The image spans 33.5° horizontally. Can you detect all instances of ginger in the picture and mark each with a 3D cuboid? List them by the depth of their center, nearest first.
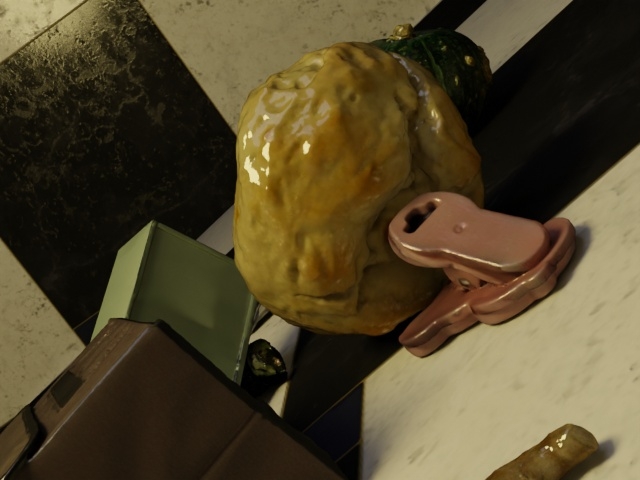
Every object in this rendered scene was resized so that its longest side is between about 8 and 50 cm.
[{"bbox_3d":[0.088,0.122,0.504,0.097,0.030,0.048,-43,8,20],"label":"ginger"}]

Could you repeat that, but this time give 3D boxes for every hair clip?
[{"bbox_3d":[0.122,0.027,0.764,0.138,0.102,0.123,13,54,39],"label":"hair clip"}]

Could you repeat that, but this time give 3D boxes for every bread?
[{"bbox_3d":[0.034,-0.034,0.849,0.244,0.244,0.134,-47,40,-13],"label":"bread"}]

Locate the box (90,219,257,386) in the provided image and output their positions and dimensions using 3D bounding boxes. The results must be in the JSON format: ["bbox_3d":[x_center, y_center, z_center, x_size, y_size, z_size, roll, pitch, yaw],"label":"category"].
[{"bbox_3d":[-0.148,0.112,1.014,0.086,0.129,0.225,-35,35,45],"label":"box"}]

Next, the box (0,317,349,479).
[{"bbox_3d":[-0.118,0.161,0.760,0.153,0.188,0.252,-50,8,-14],"label":"box"}]

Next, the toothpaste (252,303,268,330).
[{"bbox_3d":[-0.001,0.000,1.318,0.282,0.068,0.099,-51,-23,22],"label":"toothpaste"}]

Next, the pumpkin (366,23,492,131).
[{"bbox_3d":[0.111,-0.180,1.259,0.190,0.146,0.190,-5,33,4],"label":"pumpkin"}]

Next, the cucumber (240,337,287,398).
[{"bbox_3d":[-0.092,0.151,1.085,0.181,0.053,0.053,-40,11,42],"label":"cucumber"}]
